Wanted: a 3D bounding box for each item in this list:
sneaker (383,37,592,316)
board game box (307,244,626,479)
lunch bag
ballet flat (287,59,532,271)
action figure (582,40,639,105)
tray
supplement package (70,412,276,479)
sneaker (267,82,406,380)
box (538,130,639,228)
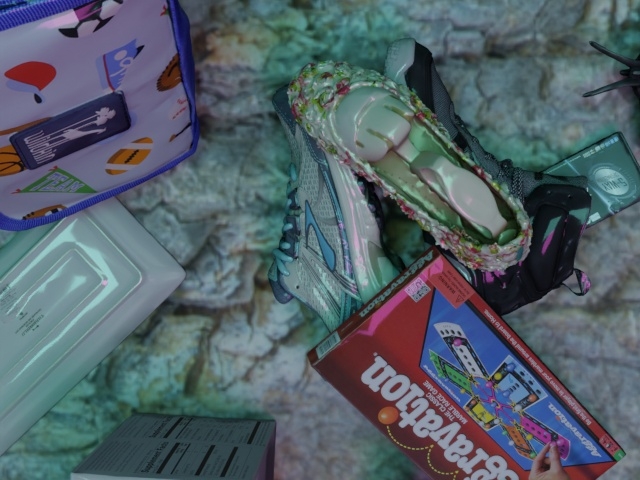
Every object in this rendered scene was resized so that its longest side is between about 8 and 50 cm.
[{"bbox_3d":[0.152,-0.060,0.874,0.153,0.101,0.268,-15,98,11],"label":"sneaker"},{"bbox_3d":[0.134,0.146,0.873,0.145,0.027,0.281,-41,112,9],"label":"board game box"},{"bbox_3d":[-0.293,-0.159,0.765,0.386,0.328,0.238,6,71,0],"label":"lunch bag"},{"bbox_3d":[0.078,-0.068,0.790,0.241,0.077,0.091,38,85,0],"label":"ballet flat"},{"bbox_3d":[0.377,-0.139,0.849,0.276,0.141,0.164,4,94,-1],"label":"action figure"},{"bbox_3d":[-0.272,0.074,0.940,0.270,0.030,0.145,-43,89,4],"label":"tray"},{"bbox_3d":[-0.124,0.303,0.857,0.145,0.204,0.261,3,93,3],"label":"supplement package"},{"bbox_3d":[0.000,0.000,0.887,0.122,0.110,0.283,-21,91,7],"label":"sneaker"},{"bbox_3d":[0.254,-0.053,0.916,0.083,0.018,0.067,-27,91,4],"label":"box"}]
